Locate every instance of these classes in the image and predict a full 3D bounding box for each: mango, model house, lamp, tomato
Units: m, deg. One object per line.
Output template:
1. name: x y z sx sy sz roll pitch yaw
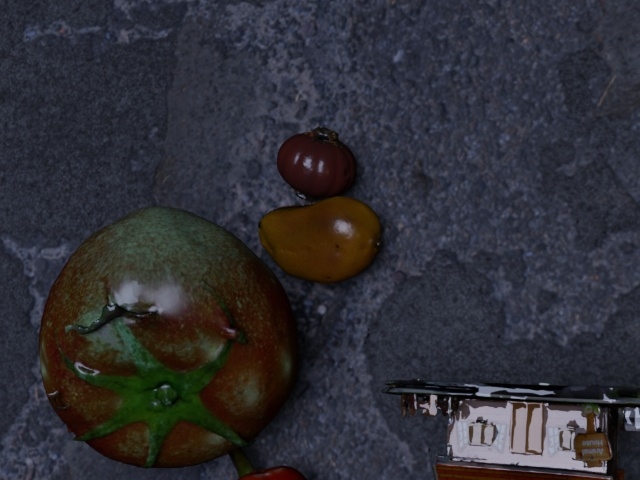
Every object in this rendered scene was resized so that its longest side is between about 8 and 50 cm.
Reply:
1. mango: 0.003 0.000 1.443 0.159 0.084 0.105 -1 94 39
2. model house: 0.220 0.228 1.252 0.294 0.207 0.154 0 82 20
3. lamp: -0.004 -0.094 1.453 0.101 0.101 0.090 29 110 22
4. tomato: -0.179 0.107 1.379 0.303 0.303 0.239 -26 33 12

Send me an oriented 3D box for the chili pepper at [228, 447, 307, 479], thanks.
1. chili pepper: -0.057 0.333 1.366 0.135 0.131 0.338 -20 71 4
